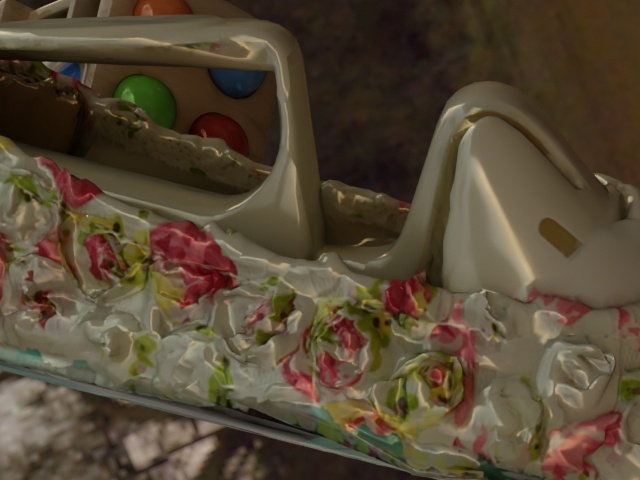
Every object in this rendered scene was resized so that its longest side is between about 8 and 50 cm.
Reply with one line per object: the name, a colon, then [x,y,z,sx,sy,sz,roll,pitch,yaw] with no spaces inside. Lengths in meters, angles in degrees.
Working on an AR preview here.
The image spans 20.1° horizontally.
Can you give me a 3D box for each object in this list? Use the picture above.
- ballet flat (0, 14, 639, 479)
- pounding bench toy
ballet flat: [0.000,0.000,0.352,0.091,0.240,0.077,-67,-11,-74]
pounding bench toy: [-0.059,-0.039,0.441,0.083,0.065,0.052,25,-114,-36]
